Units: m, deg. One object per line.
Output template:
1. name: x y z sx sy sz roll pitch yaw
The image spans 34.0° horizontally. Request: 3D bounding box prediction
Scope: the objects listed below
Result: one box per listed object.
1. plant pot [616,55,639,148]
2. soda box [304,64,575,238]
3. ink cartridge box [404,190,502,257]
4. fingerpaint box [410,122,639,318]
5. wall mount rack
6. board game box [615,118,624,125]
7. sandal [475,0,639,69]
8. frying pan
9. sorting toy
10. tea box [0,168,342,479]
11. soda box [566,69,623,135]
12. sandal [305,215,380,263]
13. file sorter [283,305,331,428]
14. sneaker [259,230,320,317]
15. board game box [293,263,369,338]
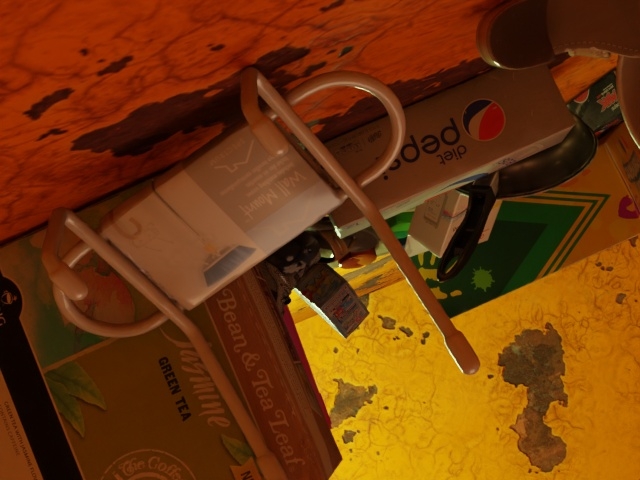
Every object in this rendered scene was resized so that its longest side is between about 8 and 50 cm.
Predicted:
1. plant pot: 0.484 -0.209 1.101 0.256 0.256 0.274 -32 -174 47
2. soda box: 0.131 -0.104 1.173 0.286 0.098 0.091 -24 172 0
3. ink cartridge box: 0.193 -0.052 1.440 0.115 0.067 0.198 -17 134 -42
4. fingerpaint box: 0.388 -0.052 1.848 0.371 0.163 0.445 -27 -179 24
5. wall mount rack: -0.047 0.036 0.866 0.350 0.304 0.130 -34 -149 15
6. board game box: 0.540 -0.245 1.681 0.136 0.030 0.260 -21 172 1
7. sandal: 0.238 -0.209 0.964 0.240 0.088 0.079 -13 -159 -19
8. frying pan: 0.191 -0.083 1.258 0.326 0.053 0.197 -34 -144 -25
9. sorting toy: 0.075 -0.017 1.546 0.229 0.041 0.307 -11 161 9
10. tea box: -0.190 0.146 1.057 0.323 0.329 0.220 -25 173 2
11. soda box: 0.407 -0.194 1.510 0.053 0.060 0.169 -21 171 -24
12. sandal: 0.000 0.000 1.447 0.090 0.060 0.219 -21 160 33
13. file sorter: -0.124 0.139 1.371 0.182 0.291 0.202 -20 172 -6
14. sneaker: -0.054 0.074 1.229 0.153 0.269 0.101 -26 176 -17
15. board game box: -0.014 0.056 1.555 0.060 0.194 0.194 -47 174 -5
